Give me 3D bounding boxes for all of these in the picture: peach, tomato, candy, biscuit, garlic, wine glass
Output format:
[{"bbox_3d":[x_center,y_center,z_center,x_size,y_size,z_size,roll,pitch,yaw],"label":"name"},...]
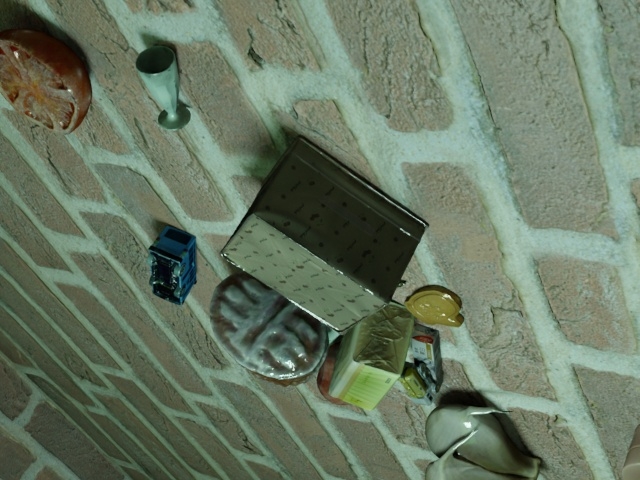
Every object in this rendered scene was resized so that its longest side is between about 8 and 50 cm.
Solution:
[{"bbox_3d":[0.061,0.310,2.188,0.152,0.152,0.152,22,148,14],"label":"peach"},{"bbox_3d":[-0.534,-0.321,1.803,0.237,0.095,0.236,24,147,17],"label":"tomato"},{"bbox_3d":[-0.110,0.195,2.056,0.289,0.214,0.157,39,168,19],"label":"candy"},{"bbox_3d":[0.237,0.140,1.874,0.118,0.023,0.140,34,149,-4],"label":"biscuit"},{"bbox_3d":[0.340,0.511,2.130,0.246,0.231,0.340,12,150,33],"label":"garlic"},{"bbox_3d":[-0.282,-0.275,1.678,0.073,0.073,0.155,20,151,18],"label":"wine glass"}]

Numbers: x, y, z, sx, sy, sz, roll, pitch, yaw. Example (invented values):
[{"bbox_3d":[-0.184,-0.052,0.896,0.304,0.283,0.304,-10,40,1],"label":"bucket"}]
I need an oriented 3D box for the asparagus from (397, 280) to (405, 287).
[{"bbox_3d":[0.117,0.097,1.926,0.166,0.016,0.013,-11,96,50],"label":"asparagus"}]

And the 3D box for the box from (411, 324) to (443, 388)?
[{"bbox_3d":[0.236,0.265,2.042,0.055,0.039,0.218,16,147,21],"label":"box"}]

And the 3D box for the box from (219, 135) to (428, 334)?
[{"bbox_3d":[0.000,0.000,1.717,0.297,0.190,0.225,35,151,-6],"label":"box"}]

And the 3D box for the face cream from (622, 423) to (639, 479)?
[{"bbox_3d":[0.689,0.443,1.845,0.149,0.104,0.149,22,149,14],"label":"face cream"}]

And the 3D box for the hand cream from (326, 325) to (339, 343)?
[{"bbox_3d":[0.027,0.194,2.114,0.078,0.050,0.205,25,146,-7],"label":"hand cream"}]

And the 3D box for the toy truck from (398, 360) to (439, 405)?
[{"bbox_3d":[0.211,0.314,2.033,0.052,0.063,0.123,1,138,40],"label":"toy truck"}]

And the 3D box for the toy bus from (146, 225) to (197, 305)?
[{"bbox_3d":[-0.345,0.062,2.184,0.090,0.106,0.184,21,143,9],"label":"toy bus"}]

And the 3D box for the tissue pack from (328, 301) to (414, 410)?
[{"bbox_3d":[0.109,0.248,2.000,0.125,0.159,0.234,19,149,-3],"label":"tissue pack"}]
